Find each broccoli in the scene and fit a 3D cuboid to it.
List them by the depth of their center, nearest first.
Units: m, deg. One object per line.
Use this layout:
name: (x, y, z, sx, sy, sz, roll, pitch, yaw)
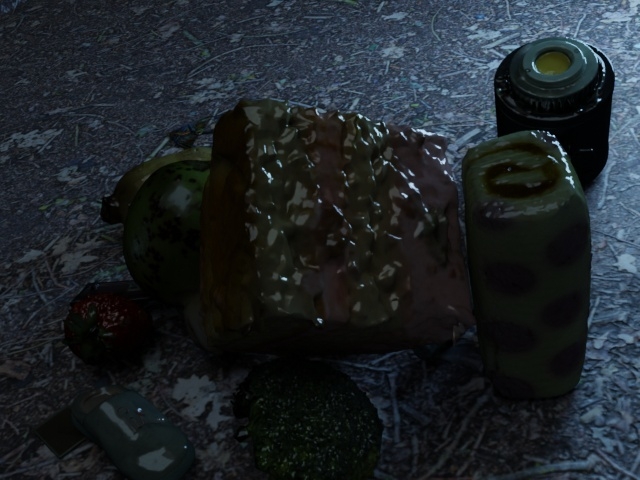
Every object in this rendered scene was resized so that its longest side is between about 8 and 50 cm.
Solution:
broccoli: (-0.022, 0.239, 1.037, 0.226, 0.197, 0.176, -13, 59, 54)

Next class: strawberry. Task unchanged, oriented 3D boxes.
strawberry: (-0.343, 0.136, 1.322, 0.131, 0.131, 0.148, 4, 35, 23)

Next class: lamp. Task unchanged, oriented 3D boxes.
lamp: (0.423, -0.238, 1.461, 0.204, 0.272, 0.374, -1, 36, 14)

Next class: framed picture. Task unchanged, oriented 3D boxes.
framed picture: (-0.390, 0.290, 1.222, 0.089, 0.007, 0.066, 24, 49, 40)

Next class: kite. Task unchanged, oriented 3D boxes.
kite: (-0.305, -0.268, 1.969, 0.160, 0.010, 0.183, -1, 37, 17)

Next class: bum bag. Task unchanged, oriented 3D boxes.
bum bag: (-0.359, 0.096, 1.445, 0.159, 0.026, 0.109, -4, 15, 3)

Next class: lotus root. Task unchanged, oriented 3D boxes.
lotus root: (-0.305, -0.096, 1.618, 0.284, 0.146, 0.160, -19, 14, -15)

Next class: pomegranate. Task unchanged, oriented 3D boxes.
pomegranate: (-0.183, 0.039, 1.323, 0.284, 0.285, 0.341, -13, 68, 0)

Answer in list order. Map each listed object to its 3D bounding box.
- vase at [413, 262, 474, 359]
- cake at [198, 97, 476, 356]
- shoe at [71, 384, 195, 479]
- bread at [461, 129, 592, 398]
vase: (0.205, 0.109, 1.235, 0.059, 0.060, 0.211, 15, 45, 34)
cake: (0.000, 0.000, 1.084, 0.306, 0.315, 0.293, 5, -16, -24)
shoe: (-0.280, 0.260, 1.148, 0.251, 0.100, 0.103, 19, 44, 40)
bread: (0.275, 0.038, 1.071, 0.155, 0.338, 0.187, -8, 38, 9)
